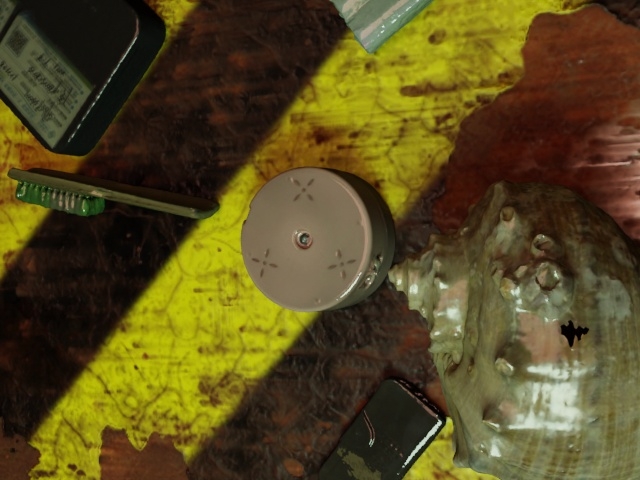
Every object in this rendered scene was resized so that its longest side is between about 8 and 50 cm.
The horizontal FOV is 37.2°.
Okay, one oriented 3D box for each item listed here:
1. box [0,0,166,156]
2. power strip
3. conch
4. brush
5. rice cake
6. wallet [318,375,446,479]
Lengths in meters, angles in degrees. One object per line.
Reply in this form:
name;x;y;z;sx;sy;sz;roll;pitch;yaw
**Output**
box;-0.357;-0.283;1.170;0.350;0.058;0.211;46;111;18
power strip;0.000;0.000;0.990;0.154;0.078;0.154;0;89;23
conch;0.214;0.115;0.831;0.352;0.210;0.297;25;116;25
brush;-0.251;-0.048;1.124;0.282;0.054;0.048;10;104;25
rice cake;0.103;-0.306;0.954;0.237;0.043;0.127;-35;77;20
wallet;0.061;0.219;0.999;0.082;0.018;0.157;42;108;19
